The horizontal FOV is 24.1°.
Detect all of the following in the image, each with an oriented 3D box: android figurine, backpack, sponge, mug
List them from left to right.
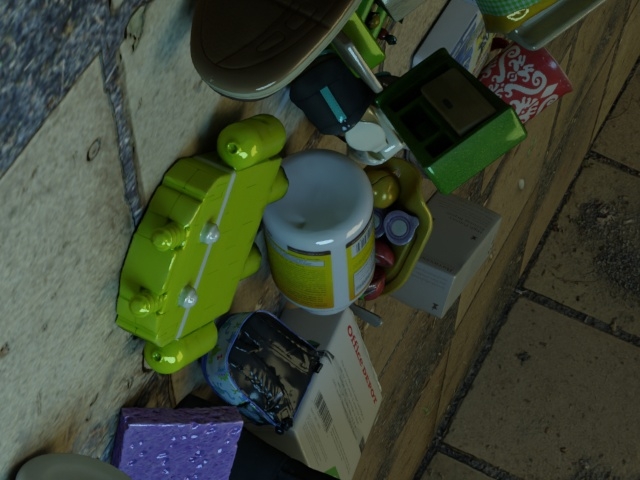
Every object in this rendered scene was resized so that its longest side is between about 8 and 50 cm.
[{"bbox_3d":[-0.153,0.249,1.482,0.031,0.117,0.210,-118,-145,-49],"label":"sponge"},{"bbox_3d":[-0.104,0.003,1.362,0.248,0.056,0.273,-69,167,14],"label":"android figurine"},{"bbox_3d":[-0.073,0.133,1.601,0.114,0.084,0.105,46,58,-31],"label":"backpack"},{"bbox_3d":[0.255,-0.207,2.148,0.169,0.113,0.150,-40,-161,2],"label":"mug"}]

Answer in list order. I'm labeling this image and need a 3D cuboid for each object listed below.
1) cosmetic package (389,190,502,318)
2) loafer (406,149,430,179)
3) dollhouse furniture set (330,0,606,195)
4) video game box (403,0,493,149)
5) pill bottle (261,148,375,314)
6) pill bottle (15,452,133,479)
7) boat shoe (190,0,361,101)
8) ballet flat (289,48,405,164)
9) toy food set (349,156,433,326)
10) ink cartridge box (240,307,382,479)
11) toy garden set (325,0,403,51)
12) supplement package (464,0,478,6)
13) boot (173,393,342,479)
[{"bbox_3d":[0.185,0.017,2.312,0.231,0.117,0.085,-46,156,-56],"label":"cosmetic package"},{"bbox_3d":[0.147,-0.118,2.104,0.045,0.039,0.125,-62,166,-13],"label":"loafer"},{"bbox_3d":[0.162,-0.225,1.368,0.301,0.151,0.197,-36,124,2],"label":"dollhouse furniture set"},{"bbox_3d":[0.176,-0.242,1.997,0.205,0.048,0.187,-57,166,-30],"label":"video game box"},{"bbox_3d":[0.000,0.000,1.601,0.117,0.117,0.215,-60,165,-23],"label":"pill bottle"},{"bbox_3d":[-0.224,0.285,1.264,0.112,0.112,0.186,-30,142,-67],"label":"pill bottle"},{"bbox_3d":[0.003,-0.237,1.231,0.123,0.123,0.342,83,28,-62],"label":"boat shoe"},{"bbox_3d":[0.039,-0.128,1.565,0.095,0.096,0.280,-35,170,16],"label":"ballet flat"},{"bbox_3d":[0.050,0.003,1.811,0.071,0.128,0.218,-7,128,-50],"label":"toy food set"},{"bbox_3d":[-0.014,0.204,1.763,0.219,0.093,0.160,-64,143,-49],"label":"ink cartridge box"},{"bbox_3d":[0.065,-0.275,1.526,0.203,0.049,0.244,-66,166,2],"label":"toy garden set"},{"bbox_3d":[0.207,-0.385,1.600,0.175,0.178,0.293,-62,165,-16],"label":"supplement package"},{"bbox_3d":[0.017,0.393,1.631,0.146,0.445,0.367,-55,162,-37],"label":"boot"}]
